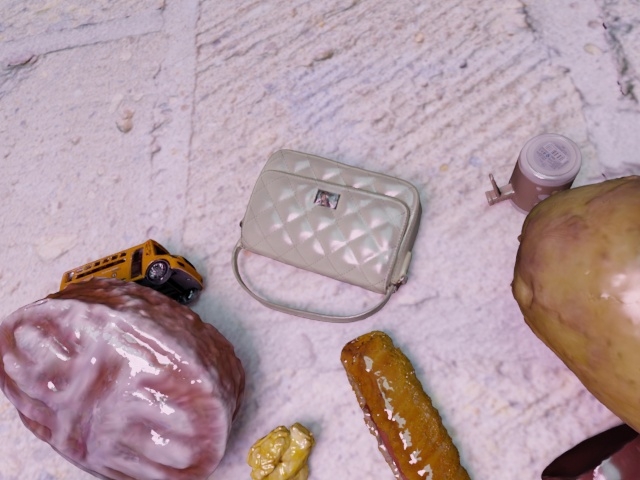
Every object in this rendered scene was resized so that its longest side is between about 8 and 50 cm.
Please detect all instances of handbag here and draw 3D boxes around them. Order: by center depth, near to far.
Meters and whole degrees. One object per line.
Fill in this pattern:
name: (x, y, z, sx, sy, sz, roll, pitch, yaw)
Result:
handbag: (0.000, 0.000, 0.643, 0.256, 0.079, 0.219, 17, 77, 20)

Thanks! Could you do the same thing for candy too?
candy: (-0.229, 0.165, 0.561, 0.289, 0.157, 0.214, 28, 107, 3)

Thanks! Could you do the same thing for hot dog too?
hot dog: (0.110, 0.234, 0.529, 0.083, 0.068, 0.289, -26, 64, -6)

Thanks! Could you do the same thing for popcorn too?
popcorn: (-0.050, 0.251, 0.561, 0.084, 0.084, 0.084, -4, 68, 11)

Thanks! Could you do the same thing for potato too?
potato: (0.331, 0.053, 0.468, 0.301, 0.288, 0.237, -45, 33, -16)

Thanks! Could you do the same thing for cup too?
cup: (0.268, -0.086, 0.599, 0.102, 0.099, 0.074, 10, 71, 16)

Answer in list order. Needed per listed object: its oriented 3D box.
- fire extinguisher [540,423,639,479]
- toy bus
fire extinguisher: (0.342, 0.342, 0.398, 0.114, 0.135, 0.337, -48, 62, 31)
toy bus: (-0.271, 0.059, 0.674, 0.194, 0.083, 0.088, -19, 56, 7)
